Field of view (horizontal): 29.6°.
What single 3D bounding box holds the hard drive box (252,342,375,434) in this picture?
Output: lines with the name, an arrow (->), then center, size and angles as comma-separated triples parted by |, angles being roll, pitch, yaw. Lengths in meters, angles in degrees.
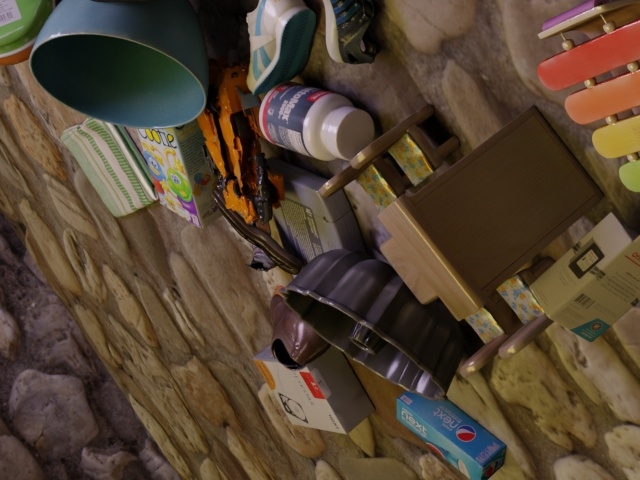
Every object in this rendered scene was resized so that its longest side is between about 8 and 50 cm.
hard drive box -> -0.017, 0.298, 2.530 | 0.232, 0.089, 0.181 | -6, 117, 60

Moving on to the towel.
towel -> -0.482, -0.173, 2.779 | 0.248, 0.038, 0.325 | 58, 153, -10

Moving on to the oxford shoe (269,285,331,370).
oxford shoe -> -0.057, 0.174, 2.333 | 0.130, 0.132, 0.364 | 35, 171, -6

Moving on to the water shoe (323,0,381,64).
water shoe -> 0.048, -0.342, 1.712 | 0.080, 0.073, 0.203 | 10, 136, 18

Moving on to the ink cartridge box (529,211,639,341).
ink cartridge box -> 0.367, 0.037, 1.527 | 0.104, 0.180, 0.060 | 29, -156, -39

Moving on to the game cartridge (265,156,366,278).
game cartridge -> 0.000, 0.000, 2.191 | 0.198, 0.062, 0.297 | 22, 139, 40

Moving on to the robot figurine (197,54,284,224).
robot figurine -> -0.139, -0.168, 2.090 | 0.211, 0.085, 0.291 | 23, 131, 58

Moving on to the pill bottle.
pill bottle -> -0.003, -0.185, 1.914 | 0.180, 0.108, 0.108 | 22, 139, 46

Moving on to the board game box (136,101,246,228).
board game box -> -0.240, -0.187, 2.252 | 0.142, 0.144, 0.275 | 30, 144, 39

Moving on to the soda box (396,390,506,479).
soda box -> 0.236, 0.349, 2.207 | 0.210, 0.067, 0.071 | 38, 149, 30

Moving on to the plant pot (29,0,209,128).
plant pot -> -0.312, -0.339, 1.998 | 0.290, 0.195, 0.290 | 8, 156, 4

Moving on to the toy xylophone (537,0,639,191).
toy xylophone -> 0.390, -0.146, 1.355 | 0.322, 0.081, 0.236 | 54, 153, -2

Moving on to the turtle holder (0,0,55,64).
turtle holder -> -0.688, -0.500, 2.505 | 0.320, 0.243, 0.227 | 36, 166, 15

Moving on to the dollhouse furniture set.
dollhouse furniture set -> 0.170, 0.011, 1.699 | 0.362, 0.256, 0.394 | 53, 153, 2

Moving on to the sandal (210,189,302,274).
sandal -> -0.112, -0.024, 2.229 | 0.219, 0.060, 0.090 | 39, 170, 6

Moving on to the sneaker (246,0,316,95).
sneaker -> -0.073, -0.316, 1.910 | 0.092, 0.087, 0.228 | 55, 149, 18

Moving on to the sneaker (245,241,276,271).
sneaker -> -0.128, 0.031, 2.413 | 0.098, 0.069, 0.038 | 30, 145, 38

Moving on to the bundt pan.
bundt pan -> 0.100, 0.126, 2.018 | 0.331, 0.124, 0.331 | 32, 167, 8
